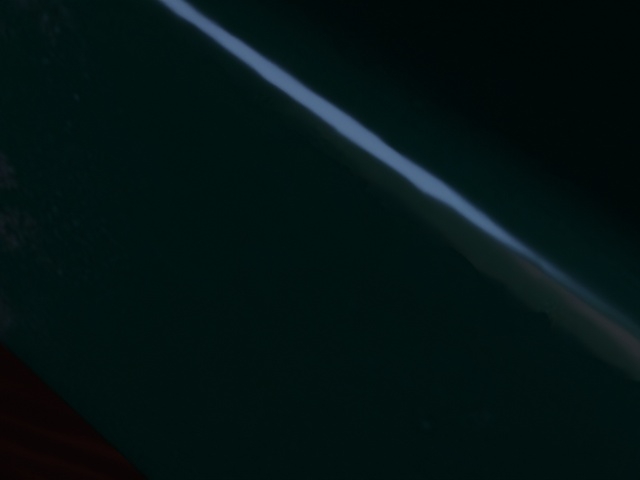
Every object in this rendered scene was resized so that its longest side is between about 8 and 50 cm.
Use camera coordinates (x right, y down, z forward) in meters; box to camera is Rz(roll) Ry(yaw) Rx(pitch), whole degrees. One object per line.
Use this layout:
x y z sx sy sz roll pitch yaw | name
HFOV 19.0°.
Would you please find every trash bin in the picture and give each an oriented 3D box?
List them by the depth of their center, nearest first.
0.040 0.006 0.588 0.381 0.295 0.259 35 135 13 | trash bin
